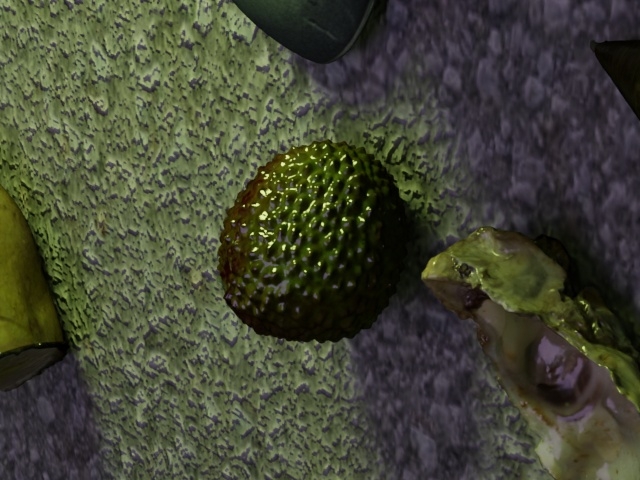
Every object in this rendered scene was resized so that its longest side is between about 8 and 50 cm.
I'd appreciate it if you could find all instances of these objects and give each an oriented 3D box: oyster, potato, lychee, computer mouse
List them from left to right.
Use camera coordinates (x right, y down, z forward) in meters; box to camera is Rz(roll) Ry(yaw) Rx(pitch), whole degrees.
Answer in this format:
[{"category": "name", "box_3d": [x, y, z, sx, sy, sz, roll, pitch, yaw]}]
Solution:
[{"category": "potato", "box_3d": [-0.391, 0.030, 1.970, 0.229, 0.229, 0.266, -28, 81, 50]}, {"category": "computer mouse", "box_3d": [-0.069, -0.316, 1.566, 0.167, 0.090, 0.379, -34, 78, 48]}, {"category": "lychee", "box_3d": [0.000, 0.000, 1.568, 0.171, 0.171, 0.171, 21, 120, 42]}, {"category": "oyster", "box_3d": [0.181, 0.081, 1.442, 0.233, 0.107, 0.161, 47, 144, 3]}]

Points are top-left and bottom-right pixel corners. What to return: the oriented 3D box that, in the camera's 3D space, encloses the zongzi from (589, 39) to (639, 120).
[{"category": "zongzi", "box_3d": [0.274, -0.031, 1.281, 0.242, 0.112, 0.221, 5, 110, 56]}]
